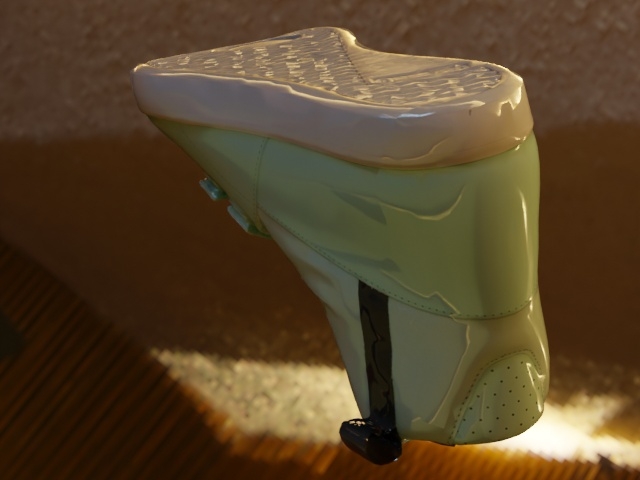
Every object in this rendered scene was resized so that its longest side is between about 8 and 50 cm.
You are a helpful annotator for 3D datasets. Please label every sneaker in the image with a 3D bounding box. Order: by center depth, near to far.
[{"bbox_3d":[0.000,0.000,0.696,0.256,0.094,0.151,26,-52,62],"label":"sneaker"}]
